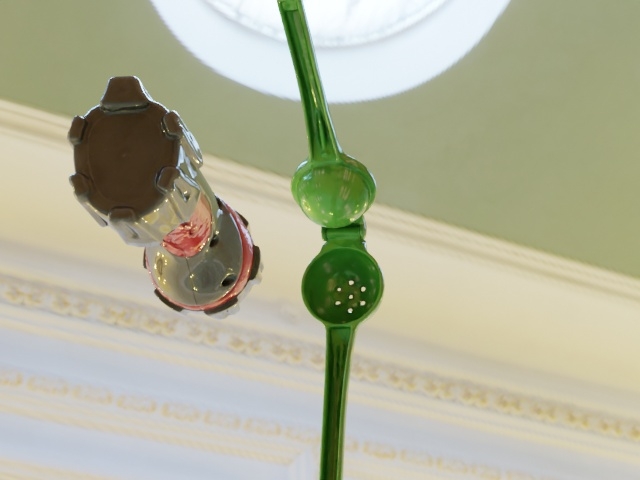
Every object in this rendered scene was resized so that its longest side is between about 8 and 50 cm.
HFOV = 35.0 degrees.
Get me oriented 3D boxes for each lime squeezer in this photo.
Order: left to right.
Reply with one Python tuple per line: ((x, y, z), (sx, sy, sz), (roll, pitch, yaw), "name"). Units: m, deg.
((0.000, 0.000, 0.651), (0.059, 0.310, 0.110), (2, -168, 30), "lime squeezer")

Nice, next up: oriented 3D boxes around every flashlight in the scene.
((-0.110, -0.010, 0.762), (0.103, 0.304, 0.103), (40, -97, 11), "flashlight")
